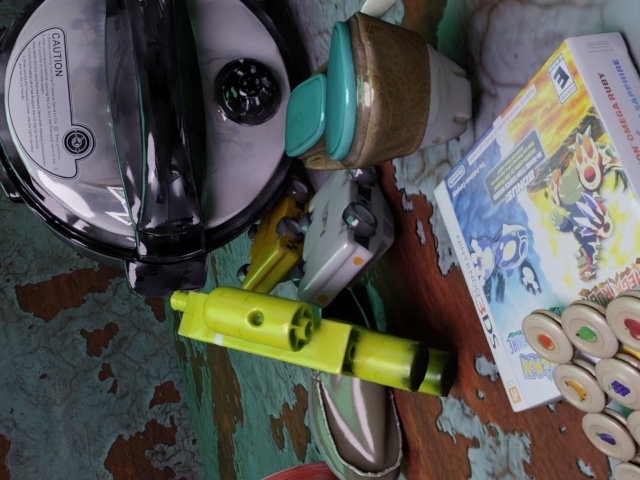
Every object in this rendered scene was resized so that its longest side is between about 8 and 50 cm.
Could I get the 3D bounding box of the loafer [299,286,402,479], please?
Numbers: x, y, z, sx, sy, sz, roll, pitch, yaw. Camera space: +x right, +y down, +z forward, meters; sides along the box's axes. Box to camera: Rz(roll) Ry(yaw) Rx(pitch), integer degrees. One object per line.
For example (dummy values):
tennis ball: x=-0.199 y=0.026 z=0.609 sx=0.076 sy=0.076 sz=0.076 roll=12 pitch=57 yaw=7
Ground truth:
loafer: x=0.029 y=0.155 z=0.871 sx=0.087 sy=0.094 sz=0.251 roll=107 pitch=147 yaw=-60

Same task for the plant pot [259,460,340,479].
plant pot: x=-0.003 y=0.448 z=0.894 sx=0.265 sy=0.273 sz=0.272 roll=50 pitch=146 yaw=40

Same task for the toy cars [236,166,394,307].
toy cars: x=0.000 y=0.000 z=0.875 sx=0.176 sy=0.087 sz=0.394 roll=-61 pitch=16 yaw=-11

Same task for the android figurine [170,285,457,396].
android figurine: x=-0.017 y=0.090 z=0.732 sx=0.273 sy=0.248 sz=0.056 roll=11 pitch=82 yaw=30

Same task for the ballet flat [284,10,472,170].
ballet flat: x=0.049 y=-0.107 z=0.635 sx=0.342 sy=0.124 sz=0.116 roll=176 pitch=95 yaw=-81

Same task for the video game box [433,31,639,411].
video game box: x=0.159 y=0.002 z=0.512 sx=0.205 sy=0.048 sz=0.187 roll=123 pitch=131 yaw=-62

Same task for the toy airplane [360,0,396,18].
toy airplane: x=-0.071 y=-0.284 z=0.513 sx=0.386 sy=0.385 sz=0.272 roll=62 pitch=143 yaw=39

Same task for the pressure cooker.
pressure cooker: x=-0.215 y=-0.152 z=0.979 sx=0.370 sy=0.375 sz=0.420 roll=42 pitch=167 yaw=-9

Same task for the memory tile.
memory tile: x=0.183 y=0.097 z=0.443 sx=0.148 sy=0.012 sz=0.113 roll=56 pitch=154 yaw=-4
